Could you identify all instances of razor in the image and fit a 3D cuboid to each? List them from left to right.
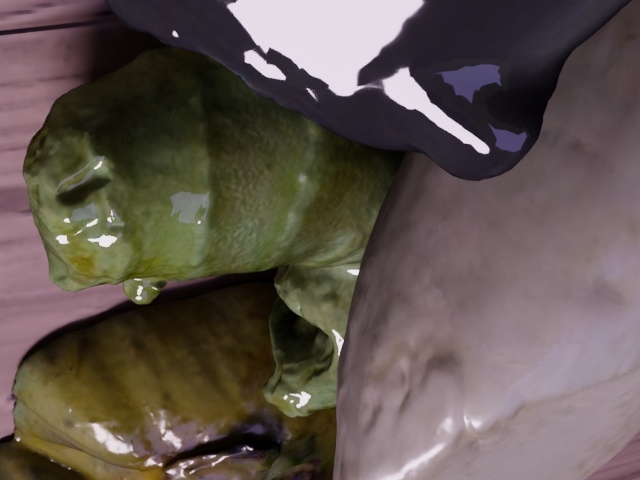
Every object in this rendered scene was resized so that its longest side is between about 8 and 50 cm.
[{"bbox_3d":[0.064,-0.181,0.390,0.204,0.113,0.349,35,114,-9],"label":"razor"}]

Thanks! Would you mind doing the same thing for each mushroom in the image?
[{"bbox_3d":[0.102,-0.036,0.546,0.128,0.128,0.350,31,86,-50],"label":"mushroom"}]

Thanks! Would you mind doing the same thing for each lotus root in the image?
[{"bbox_3d":[-0.059,0.108,0.711,0.204,0.078,0.183,-19,141,-15],"label":"lotus root"}]

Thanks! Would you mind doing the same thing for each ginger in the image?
[{"bbox_3d":[0.004,0.001,0.618,0.137,0.089,0.290,-44,142,8],"label":"ginger"}]
